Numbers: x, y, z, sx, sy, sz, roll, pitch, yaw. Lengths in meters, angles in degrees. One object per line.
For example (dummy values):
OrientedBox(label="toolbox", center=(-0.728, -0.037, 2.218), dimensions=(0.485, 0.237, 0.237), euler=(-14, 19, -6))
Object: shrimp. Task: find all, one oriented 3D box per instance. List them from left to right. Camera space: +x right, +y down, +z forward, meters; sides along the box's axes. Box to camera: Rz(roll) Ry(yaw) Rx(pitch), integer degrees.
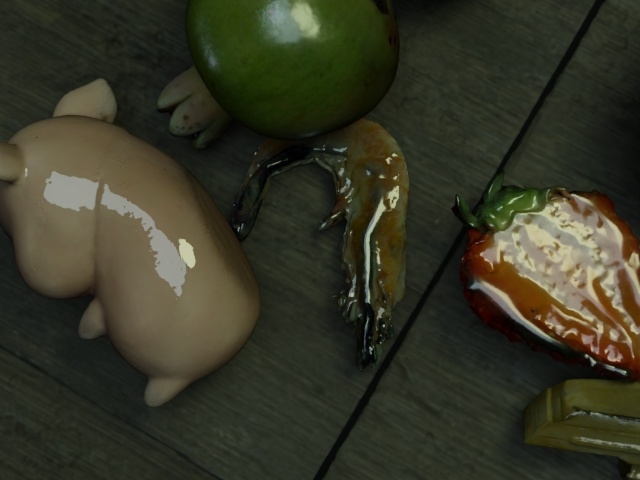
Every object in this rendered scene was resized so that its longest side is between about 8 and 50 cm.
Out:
OrientedBox(label="shrimp", center=(0.000, 0.000, 0.999), dimensions=(0.152, 0.046, 0.219), euler=(-3, 80, 3))

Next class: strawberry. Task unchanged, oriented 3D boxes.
OrientedBox(label="strawberry", center=(0.187, 0.029, 0.966), dimensions=(0.192, 0.085, 0.140), euler=(17, 78, 0))

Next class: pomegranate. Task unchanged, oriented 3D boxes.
OrientedBox(label="pomegranate", center=(-0.041, -0.152, 0.954), dimensions=(0.210, 0.179, 0.179), euler=(-35, 83, 0))

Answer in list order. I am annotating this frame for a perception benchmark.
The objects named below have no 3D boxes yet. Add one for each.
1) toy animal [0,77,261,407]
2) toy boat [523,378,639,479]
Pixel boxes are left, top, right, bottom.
OrientedBox(label="toy animal", center=(-0.154, 0.002, 0.952), dimensions=(0.250, 0.166, 0.154), euler=(43, 109, -2))
OrientedBox(label="toy boat", center=(0.273, 0.157, 0.947), dimensions=(0.226, 0.088, 0.068), euler=(4, 43, 5))
